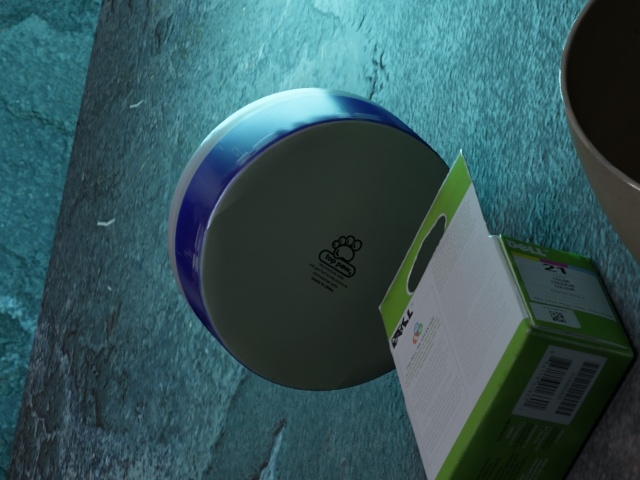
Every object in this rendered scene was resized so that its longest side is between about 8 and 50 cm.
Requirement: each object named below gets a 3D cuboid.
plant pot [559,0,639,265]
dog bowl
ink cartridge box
[{"bbox_3d":[0.291,-0.039,1.154,0.284,0.284,0.191,-102,-2,-47],"label":"plant pot"},{"bbox_3d":[0.000,0.000,1.811,0.104,0.265,0.265,45,120,62],"label":"dog bowl"},{"bbox_3d":[0.145,0.073,1.639,0.255,0.097,0.189,-104,33,-53],"label":"ink cartridge box"}]
